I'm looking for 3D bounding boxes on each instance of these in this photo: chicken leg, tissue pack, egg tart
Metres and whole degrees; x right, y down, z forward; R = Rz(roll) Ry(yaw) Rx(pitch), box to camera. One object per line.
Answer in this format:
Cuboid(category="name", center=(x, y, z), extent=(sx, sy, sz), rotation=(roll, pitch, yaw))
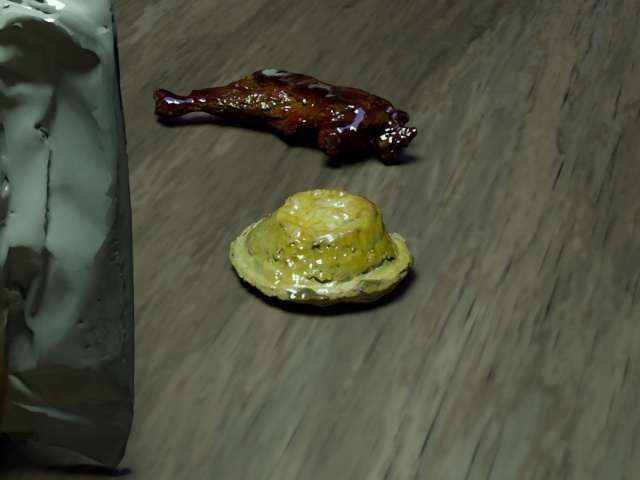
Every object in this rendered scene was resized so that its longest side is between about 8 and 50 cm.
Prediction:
Cuboid(category="chicken leg", center=(-0.025, -0.105, 1.225), extent=(0.219, 0.048, 0.089), rotation=(15, 29, 21))
Cuboid(category="tissue pack", center=(-0.206, -0.012, 0.780), extent=(0.238, 0.306, 0.238), rotation=(2, 29, -1))
Cuboid(category="egg tart", center=(0.000, 0.000, 1.041), extent=(0.128, 0.049, 0.129), rotation=(1, 29, 0))
